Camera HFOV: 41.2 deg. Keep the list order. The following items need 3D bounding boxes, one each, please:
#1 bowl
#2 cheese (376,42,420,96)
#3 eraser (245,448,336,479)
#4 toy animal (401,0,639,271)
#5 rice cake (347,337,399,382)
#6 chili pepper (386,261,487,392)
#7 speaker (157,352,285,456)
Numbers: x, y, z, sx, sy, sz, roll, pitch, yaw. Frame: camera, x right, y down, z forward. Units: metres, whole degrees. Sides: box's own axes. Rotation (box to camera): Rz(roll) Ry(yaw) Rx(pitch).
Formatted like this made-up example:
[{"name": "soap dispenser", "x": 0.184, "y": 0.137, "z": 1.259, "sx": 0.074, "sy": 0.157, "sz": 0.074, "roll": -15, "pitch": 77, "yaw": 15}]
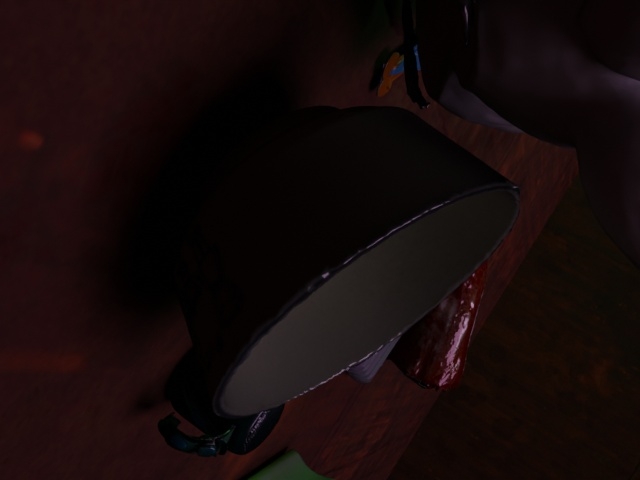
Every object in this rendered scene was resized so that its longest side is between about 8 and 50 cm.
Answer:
[{"name": "bowl", "x": 0.000, "y": 0.000, "z": 0.495, "sx": 0.211, "sy": 0.112, "sz": 0.211, "roll": -33, "pitch": 161, "yaw": -13}, {"name": "cheese", "x": 0.075, "y": -0.145, "z": 0.663, "sx": 0.111, "sy": 0.017, "sz": 0.047, "roll": -42, "pitch": 154, "yaw": -41}, {"name": "eraser", "x": -0.097, "y": 0.368, "z": 0.953, "sx": 0.210, "sy": 0.092, "sz": 0.274, "roll": -62, "pitch": 164, "yaw": 15}, {"name": "toy animal", "x": 0.136, "y": -0.110, "z": 0.468, "sx": 0.325, "sy": 0.154, "sz": 0.208, "roll": -98, "pitch": -179, "yaw": -50}, {"name": "rice cake", "x": 0.092, "y": 0.085, "z": 1.070, "sx": 0.198, "sy": 0.037, "sz": 0.189, "roll": -55, "pitch": 163, "yaw": -9}, {"name": "chili pepper", "x": 0.186, "y": 0.085, "z": 1.227, "sx": 0.144, "sy": 0.136, "sz": 0.252, "roll": 19, "pitch": 95, "yaw": -45}, {"name": "speaker", "x": -0.076, "y": 0.124, "z": 0.608, "sx": 0.094, "sy": 0.075, "sz": 0.060, "roll": -42, "pitch": 156, "yaw": -41}]
